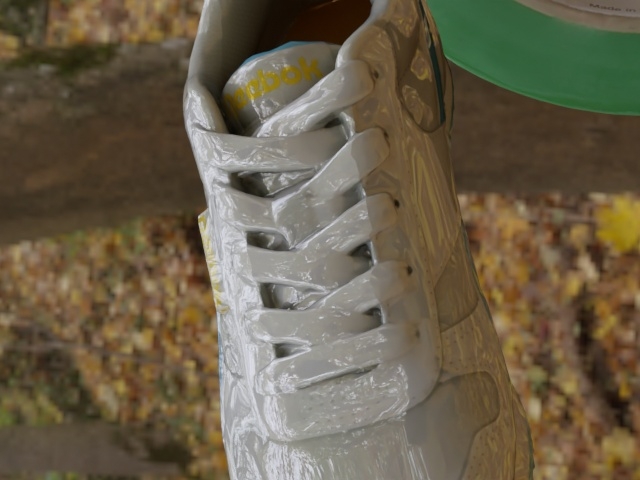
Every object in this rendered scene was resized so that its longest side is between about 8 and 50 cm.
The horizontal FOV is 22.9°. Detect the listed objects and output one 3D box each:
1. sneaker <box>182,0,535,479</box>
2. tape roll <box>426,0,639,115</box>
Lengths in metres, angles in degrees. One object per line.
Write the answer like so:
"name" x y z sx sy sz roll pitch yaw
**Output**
"sneaker" 0.000 0.000 0.440 0.092 0.087 0.228 56 -159 -50
"tape roll" 0.143 -0.214 0.679 0.077 0.321 0.321 -69 -9 -60
